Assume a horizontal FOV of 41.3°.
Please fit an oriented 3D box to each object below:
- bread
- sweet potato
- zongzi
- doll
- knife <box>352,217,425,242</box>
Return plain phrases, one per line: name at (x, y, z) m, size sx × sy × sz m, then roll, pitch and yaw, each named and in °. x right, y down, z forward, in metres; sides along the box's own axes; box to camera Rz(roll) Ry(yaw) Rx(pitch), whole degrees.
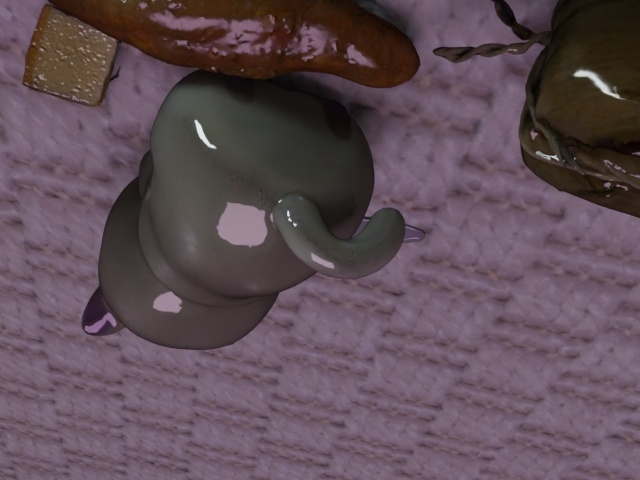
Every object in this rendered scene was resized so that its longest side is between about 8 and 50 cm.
bread at (-0.242, -0.177, 0.843) m, size 0.084 × 0.080 × 0.109 m, roll 18°, pitch -176°, yaw -14°
sweet potato at (-0.089, -0.190, 0.723) m, size 0.355 × 0.095 × 0.106 m, roll 12°, pitch -177°, yaw 5°
zongzi at (0.358, -0.021, 0.713) m, size 0.501 × 0.218 × 0.466 m, roll -1°, pitch 140°, yaw 17°
doll at (-0.095, -0.021, 0.856) m, size 0.215 × 0.225 × 0.370 m, roll 4°, pitch 159°, yaw -33°
knife at (-0.001, -0.001, 0.999) m, size 0.244 × 0.032 × 0.058 m, roll -9°, pitch 129°, yaw 19°
